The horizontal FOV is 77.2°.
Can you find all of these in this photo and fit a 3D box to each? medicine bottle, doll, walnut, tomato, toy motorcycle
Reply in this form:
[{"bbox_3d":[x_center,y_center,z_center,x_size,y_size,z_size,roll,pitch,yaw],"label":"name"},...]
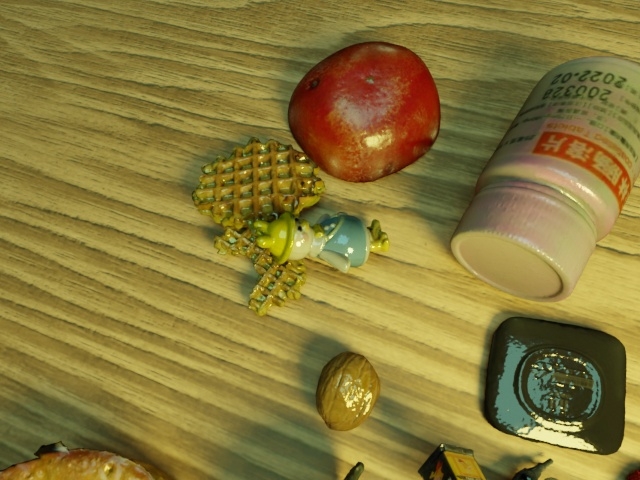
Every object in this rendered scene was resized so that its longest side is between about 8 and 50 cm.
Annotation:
[{"bbox_3d":[0.399,-0.106,0.688,0.219,0.219,0.388,32,74,16],"label":"medicine bottle"},{"bbox_3d":[0.000,0.000,0.714,0.241,0.099,0.135,4,70,-22],"label":"doll"},{"bbox_3d":[0.041,0.242,0.644,0.105,0.105,0.124,27,76,14],"label":"walnut"},{"bbox_3d":[0.095,-0.292,0.831,0.338,0.143,0.338,-2,70,5],"label":"tomato"},{"bbox_3d":[0.270,0.360,0.519,0.263,0.157,0.091,22,111,-23],"label":"toy motorcycle"}]

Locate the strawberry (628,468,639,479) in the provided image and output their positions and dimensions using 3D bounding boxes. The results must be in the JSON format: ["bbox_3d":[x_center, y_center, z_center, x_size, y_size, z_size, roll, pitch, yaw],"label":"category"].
[{"bbox_3d":[0.508,0.379,0.578,0.152,0.048,0.104,-30,72,-4],"label":"strawberry"}]

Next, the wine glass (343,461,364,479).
[{"bbox_3d":[0.133,0.491,0.459,0.406,0.267,0.267,38,76,20],"label":"wine glass"}]

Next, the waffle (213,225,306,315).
[{"bbox_3d":[-0.112,0.041,0.759,0.149,0.051,0.194,-20,69,-7],"label":"waffle"}]

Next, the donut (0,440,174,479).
[{"bbox_3d":[-0.312,0.493,0.538,0.435,0.163,0.377,25,71,15],"label":"donut"}]

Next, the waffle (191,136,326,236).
[{"bbox_3d":[-0.127,-0.112,0.800,0.243,0.058,0.238,29,61,20],"label":"waffle"}]

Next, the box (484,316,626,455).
[{"bbox_3d":[0.382,0.228,0.651,0.213,0.042,0.201,11,71,9],"label":"box"}]
